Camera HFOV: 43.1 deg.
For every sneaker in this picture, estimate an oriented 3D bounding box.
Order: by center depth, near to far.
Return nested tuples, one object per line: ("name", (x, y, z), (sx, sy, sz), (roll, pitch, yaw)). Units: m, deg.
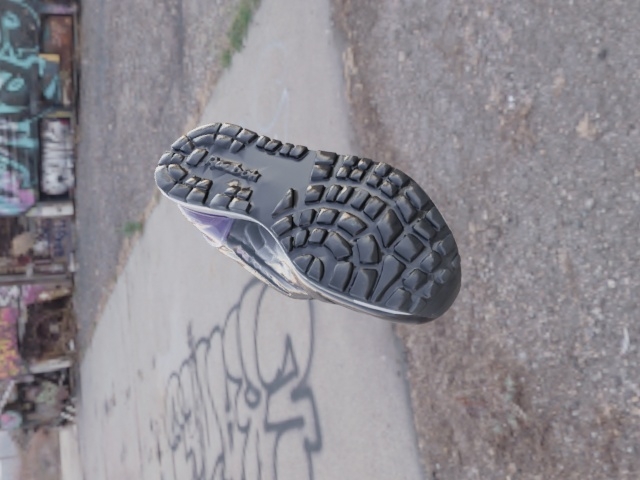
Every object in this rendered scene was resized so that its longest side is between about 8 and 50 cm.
("sneaker", (0.000, 0.000, 0.638), (0.283, 0.107, 0.124), (28, 157, 38))
